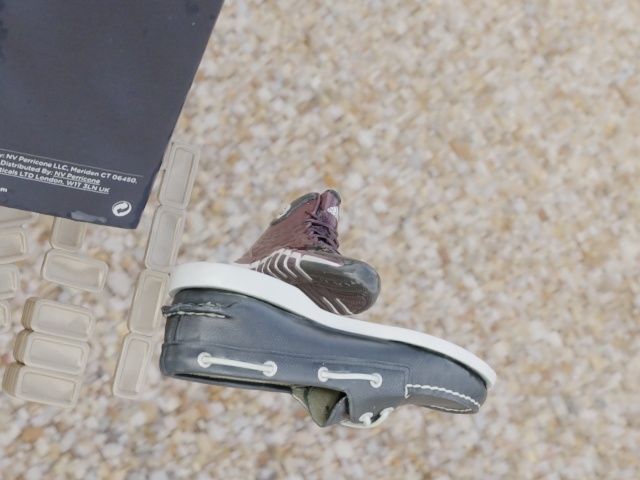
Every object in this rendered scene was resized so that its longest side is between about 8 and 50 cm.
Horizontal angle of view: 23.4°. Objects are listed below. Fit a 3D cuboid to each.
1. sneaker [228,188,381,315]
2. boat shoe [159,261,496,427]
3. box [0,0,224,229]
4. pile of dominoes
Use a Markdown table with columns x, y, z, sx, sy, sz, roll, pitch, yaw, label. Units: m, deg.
| x | y | z | sx | sy | sz | roll | pitch | yaw | label |
| --- | --- | --- | --- | --- | --- | --- | --- | --- | --- |
| 0.000 | 0.000 | 1.928 | 0.106 | 0.281 | 0.162 | 46 | 65 | -29 | sneaker |
| 0.006 | 0.104 | 1.231 | 0.302 | 0.114 | 0.091 | 18 | 71 | -24 | boat shoe |
| -0.181 | -0.219 | 1.146 | 0.182 | 0.294 | 0.296 | 10 | 38 | -20 | box |
| -0.225 | 0.016 | 1.346 | 0.196 | 0.040 | 0.251 | 15 | 86 | -30 | pile of dominoes |
